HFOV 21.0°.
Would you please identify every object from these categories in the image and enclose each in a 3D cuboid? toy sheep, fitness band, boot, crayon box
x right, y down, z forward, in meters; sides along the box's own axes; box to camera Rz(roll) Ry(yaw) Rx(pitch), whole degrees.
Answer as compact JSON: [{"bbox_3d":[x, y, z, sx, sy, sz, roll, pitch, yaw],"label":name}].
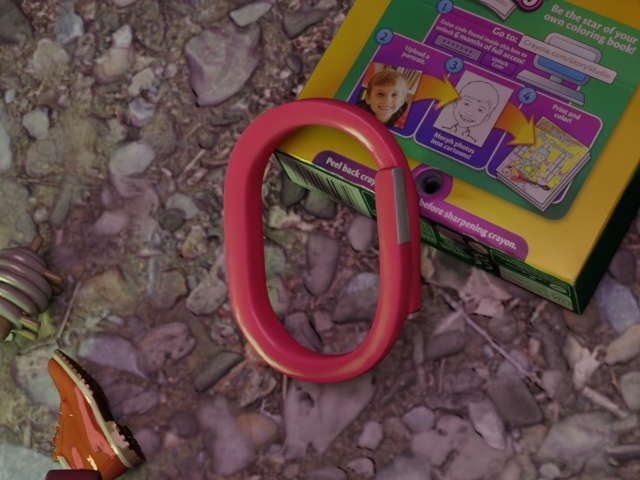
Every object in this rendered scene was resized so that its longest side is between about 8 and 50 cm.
[{"bbox_3d":[-0.330,0.053,1.876,0.091,0.091,0.132,14,60,18],"label":"toy sheep"},{"bbox_3d":[0.000,0.000,1.765,0.209,0.054,0.291,2,98,30],"label":"fitness band"},{"bbox_3d":[-0.260,0.190,1.822,0.084,0.059,0.158,-36,67,4],"label":"boot"},{"bbox_3d":[0.182,-0.142,1.816,0.363,0.106,0.313,26,76,21],"label":"crayon box"}]

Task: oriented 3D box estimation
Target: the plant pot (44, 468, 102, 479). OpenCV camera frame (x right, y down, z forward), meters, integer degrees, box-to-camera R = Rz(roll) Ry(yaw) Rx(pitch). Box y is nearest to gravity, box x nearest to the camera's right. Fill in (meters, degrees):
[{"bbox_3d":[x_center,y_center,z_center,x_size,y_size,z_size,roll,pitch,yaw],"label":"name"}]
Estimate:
[{"bbox_3d":[-0.181,0.323,1.688,0.180,0.201,0.201,1,69,-3],"label":"plant pot"}]
